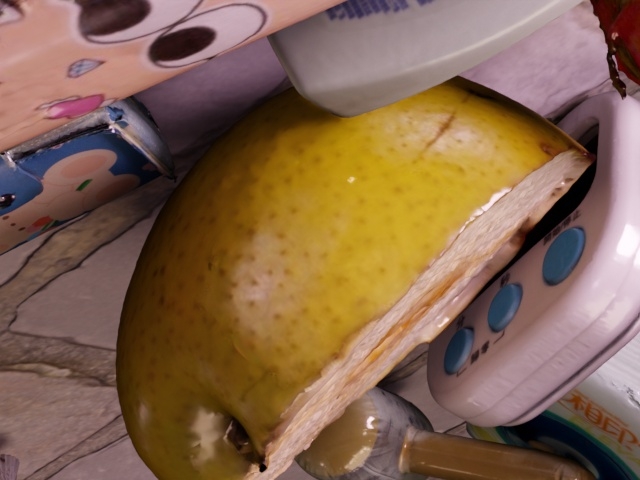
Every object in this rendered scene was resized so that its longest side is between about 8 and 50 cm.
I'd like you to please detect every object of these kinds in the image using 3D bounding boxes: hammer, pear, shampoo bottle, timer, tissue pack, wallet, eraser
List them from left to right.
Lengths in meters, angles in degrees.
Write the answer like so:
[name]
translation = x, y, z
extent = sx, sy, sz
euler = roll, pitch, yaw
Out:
[wallet]
translation = -0.203, -0.037, 1.114
extent = 0.202, 0.059, 0.141
euler = -25, 162, 7
[eraser]
translation = -0.130, -0.126, 0.936
extent = 0.290, 0.087, 0.171
euler = -22, 163, 8
[pear]
translation = 0.000, 0.000, 1.181
extent = 0.386, 0.191, 0.340
euler = -38, 168, -48
[hammer]
translation = 0.130, 0.214, 1.706
extent = 0.305, 0.113, 0.202
euler = 9, 173, 27
[shampoo bottle]
translation = 0.130, -0.200, 0.992
extent = 0.359, 0.134, 0.078
euler = -32, 155, 17
[timer]
translation = 0.187, 0.018, 1.375
extent = 0.087, 0.237, 0.262
euler = 31, 132, -15
[tissue pack]
translation = 0.299, 0.154, 1.673
extent = 0.162, 0.287, 0.388
euler = -52, 163, -19

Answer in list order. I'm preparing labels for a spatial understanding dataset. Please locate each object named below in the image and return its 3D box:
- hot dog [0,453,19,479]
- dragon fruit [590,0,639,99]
[hot dog]
translation = -0.338, 0.244, 1.569
extent = 0.099, 0.053, 0.192
euler = -5, 152, -34
[dragon fruit]
translation = 0.263, -0.174, 1.080
extent = 0.205, 0.210, 0.268
euler = -9, -162, -8
